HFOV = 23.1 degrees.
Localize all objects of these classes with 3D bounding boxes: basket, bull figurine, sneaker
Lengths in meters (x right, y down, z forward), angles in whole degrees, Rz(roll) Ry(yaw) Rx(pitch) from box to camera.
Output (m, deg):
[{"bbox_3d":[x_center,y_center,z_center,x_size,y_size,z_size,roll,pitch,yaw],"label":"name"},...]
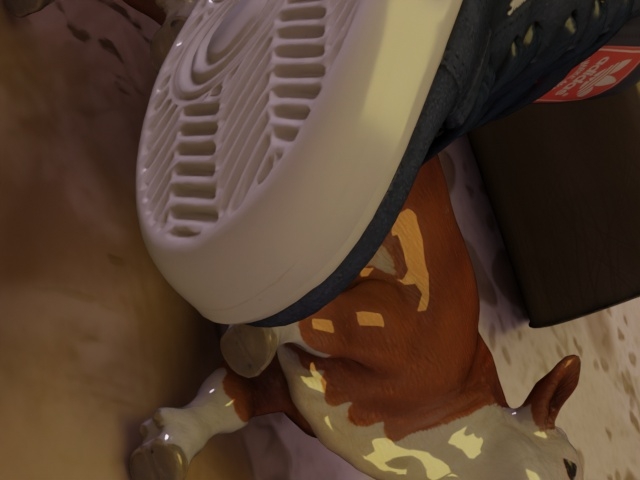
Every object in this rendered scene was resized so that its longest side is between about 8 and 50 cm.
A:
[{"bbox_3d":[0.149,-0.086,0.889,0.204,0.154,0.226,-22,89,-64],"label":"basket"},{"bbox_3d":[0.000,0.000,0.604,0.188,0.101,0.310,-7,74,-56],"label":"bull figurine"},{"bbox_3d":[0.056,-0.078,0.524,0.148,0.131,0.350,43,41,-20],"label":"sneaker"}]
